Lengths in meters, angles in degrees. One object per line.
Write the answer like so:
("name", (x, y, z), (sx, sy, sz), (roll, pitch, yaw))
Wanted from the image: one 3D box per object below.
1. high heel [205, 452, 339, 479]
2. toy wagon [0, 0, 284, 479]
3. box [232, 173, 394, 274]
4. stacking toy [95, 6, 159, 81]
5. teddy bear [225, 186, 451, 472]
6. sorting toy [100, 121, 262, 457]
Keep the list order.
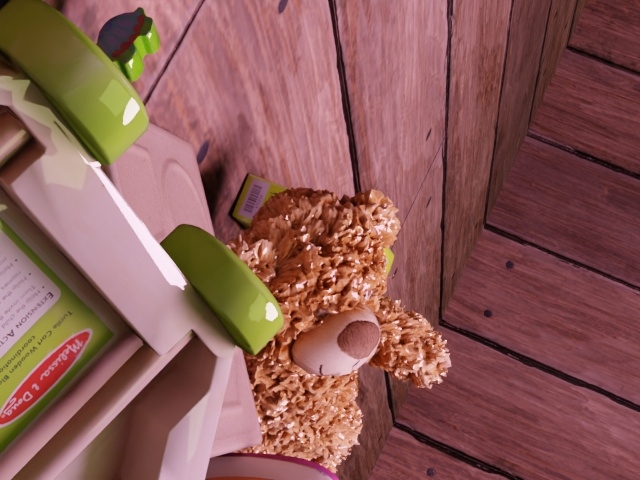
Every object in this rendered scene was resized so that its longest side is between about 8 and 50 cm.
("high heel", (-0.085, 0.182, 0.765), (0.244, 0.082, 0.117), (-26, 171, 17))
("toy wagon", (-0.131, 0.091, 0.415), (0.267, 0.068, 0.344), (-46, 142, -13))
("box", (0.000, 0.000, 1.001), (0.178, 0.109, 0.042), (49, 62, -76))
("stacking toy", (-0.074, -0.185, 0.518), (0.221, 0.052, 0.167), (-61, 165, -17))
("teddy bear", (-0.026, 0.115, 0.907), (0.338, 0.245, 0.113), (-53, -142, 34))
("sorting toy", (-0.087, 0.025, 0.664), (0.208, 0.038, 0.193), (36, 39, -79))
